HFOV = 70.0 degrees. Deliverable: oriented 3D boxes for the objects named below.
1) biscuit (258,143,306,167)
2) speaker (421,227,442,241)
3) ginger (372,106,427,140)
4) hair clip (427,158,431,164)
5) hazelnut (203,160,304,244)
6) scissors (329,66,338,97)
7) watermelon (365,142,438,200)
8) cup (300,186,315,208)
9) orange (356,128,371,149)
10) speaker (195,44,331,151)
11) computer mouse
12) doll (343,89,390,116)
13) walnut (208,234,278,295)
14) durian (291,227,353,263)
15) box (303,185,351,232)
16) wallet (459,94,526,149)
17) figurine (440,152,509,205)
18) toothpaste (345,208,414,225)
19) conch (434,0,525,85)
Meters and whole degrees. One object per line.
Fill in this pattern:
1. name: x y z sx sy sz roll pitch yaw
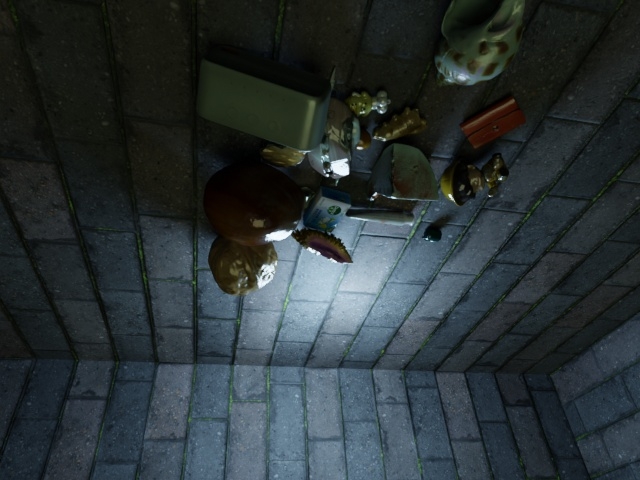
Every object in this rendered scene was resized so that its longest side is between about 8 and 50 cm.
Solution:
1. biscuit: -0.135 -0.330 1.718 0.183 0.061 0.118 -7 142 7
2. speaker: 0.522 -0.016 2.159 0.076 0.060 0.094 8 139 -12
3. ginger: 0.287 -0.414 1.637 0.206 0.081 0.115 -14 172 -1
4. hair clip: 0.409 -0.250 1.884 0.072 0.034 0.225 -7 141 2
5. hazelnut: -0.246 -0.136 1.702 0.367 0.365 0.365 -3 141 -2
6. scissors: 0.038 -0.526 1.528 0.058 0.014 0.119 1 144 -13
7. watermelon: 0.322 -0.202 1.768 0.290 0.213 0.320 31 136 -9
8. cup: -0.064 -0.184 1.920 0.055 0.075 0.083 33 144 13
9. orange: 0.148 -0.370 1.681 0.085 0.084 0.085 -3 141 -2
10. speaker: -0.173 -0.444 1.418 0.407 0.183 0.184 19 135 2
11. computer mouse: 0.031 -0.331 1.638 0.200 0.114 0.388 16 140 16
12. doll: 0.160 -0.470 1.571 0.163 0.062 0.106 -7 145 2
13. walnut: -0.345 0.082 2.024 0.307 0.305 0.343 -8 142 4
14. durian: -0.001 0.001 2.055 0.342 0.191 0.112 23 104 -38
15. box: 0.025 -0.131 1.964 0.140 0.073 0.194 14 137 -20
16. wallet: 0.632 -0.429 1.676 0.205 0.045 0.142 -28 135 27
17. figurine: 0.604 -0.246 1.802 0.257 0.167 0.192 -18 117 18
18. toothpaste: 0.255 -0.107 2.011 0.324 0.100 0.066 5 113 -15
19. conch: 0.452 -0.591 1.352 0.249 0.197 0.368 50 129 -3
